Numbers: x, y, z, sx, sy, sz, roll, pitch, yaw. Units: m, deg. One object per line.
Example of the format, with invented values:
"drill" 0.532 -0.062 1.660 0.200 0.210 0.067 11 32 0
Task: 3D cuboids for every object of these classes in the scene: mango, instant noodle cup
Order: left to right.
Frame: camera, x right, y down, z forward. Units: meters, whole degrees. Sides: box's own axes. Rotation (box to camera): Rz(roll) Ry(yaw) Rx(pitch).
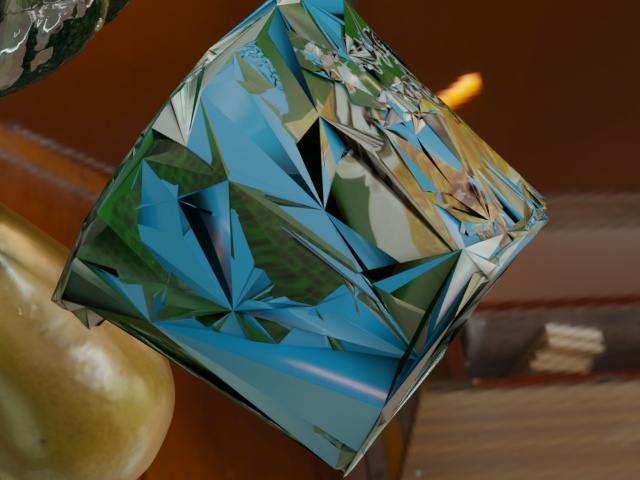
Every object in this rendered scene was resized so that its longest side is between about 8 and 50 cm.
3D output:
"mango" -0.250 0.080 1.199 0.211 0.173 0.317 -7 129 42
"instant noodle cup" 0.000 0.000 0.801 0.178 0.240 0.240 38 135 6

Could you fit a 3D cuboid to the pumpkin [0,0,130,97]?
"pumpkin" -0.153 -0.141 0.582 0.190 0.190 0.146 19 150 -31
